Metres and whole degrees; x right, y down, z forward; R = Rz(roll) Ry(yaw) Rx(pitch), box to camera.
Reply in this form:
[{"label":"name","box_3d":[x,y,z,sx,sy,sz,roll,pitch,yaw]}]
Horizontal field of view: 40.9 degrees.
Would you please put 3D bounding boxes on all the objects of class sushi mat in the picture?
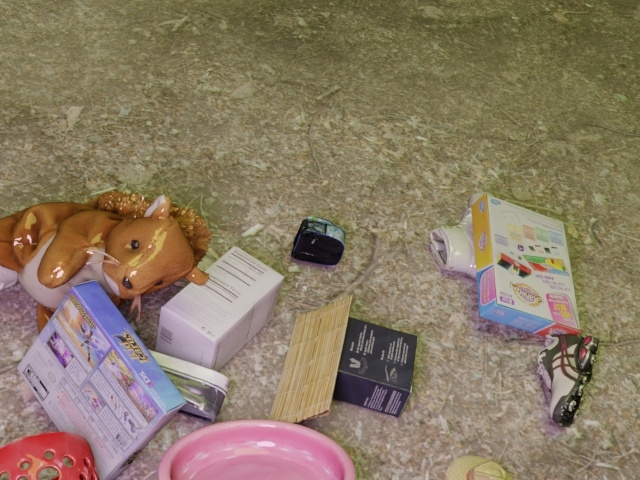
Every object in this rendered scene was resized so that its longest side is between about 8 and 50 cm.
[{"label":"sushi mat","box_3d":[-0.017,0.244,1.725,0.019,0.152,0.316,52,32,-28]}]

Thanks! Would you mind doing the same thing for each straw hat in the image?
[{"label":"straw hat","box_3d":[0.318,0.454,1.640,0.145,0.061,0.144,9,43,-8]}]

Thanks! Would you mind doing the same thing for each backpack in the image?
[{"label":"backpack","box_3d":[0.000,0.000,2.002,0.114,0.105,0.084,16,42,-8]}]

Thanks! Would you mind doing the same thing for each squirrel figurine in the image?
[{"label":"squirrel figurine","box_3d":[-0.375,0.007,1.648,0.371,0.280,0.397,-13,19,33]}]

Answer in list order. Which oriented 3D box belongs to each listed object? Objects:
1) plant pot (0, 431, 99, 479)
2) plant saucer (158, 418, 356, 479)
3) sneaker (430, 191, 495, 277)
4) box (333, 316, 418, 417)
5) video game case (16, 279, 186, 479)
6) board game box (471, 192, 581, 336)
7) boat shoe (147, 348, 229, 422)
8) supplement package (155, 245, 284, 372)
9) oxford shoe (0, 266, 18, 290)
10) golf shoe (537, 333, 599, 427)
[{"label":"plant pot","box_3d":[-0.437,0.421,1.350,0.191,0.191,0.174,-9,50,-26]},{"label":"plant saucer","box_3d":[-0.107,0.417,1.459,0.333,0.084,0.332,3,16,-1]},{"label":"sneaker","box_3d":[0.357,-0.031,2.143,0.169,0.108,0.292,12,43,-9]},{"label":"box","box_3d":[0.108,0.258,1.763,0.158,0.093,0.156,17,41,0]},{"label":"video game case","box_3d":[-0.381,0.246,1.471,0.269,0.244,0.061,50,33,14]},{"label":"board game box","box_3d":[0.480,0.062,2.022,0.242,0.064,0.316,18,51,-19]},{"label":"boat shoe","box_3d":[-0.327,0.271,1.614,0.302,0.108,0.102,15,59,5]},{"label":"supplement package","box_3d":[-0.204,0.148,1.755,0.134,0.139,0.244,31,43,15]},{"label":"oxford shoe","box_3d":[-0.702,0.051,1.729,0.450,0.130,0.169,0,13,-36]},{"label":"golf shoe","box_3d":[0.519,0.300,1.859,0.120,0.105,0.273,14,33,21]}]
